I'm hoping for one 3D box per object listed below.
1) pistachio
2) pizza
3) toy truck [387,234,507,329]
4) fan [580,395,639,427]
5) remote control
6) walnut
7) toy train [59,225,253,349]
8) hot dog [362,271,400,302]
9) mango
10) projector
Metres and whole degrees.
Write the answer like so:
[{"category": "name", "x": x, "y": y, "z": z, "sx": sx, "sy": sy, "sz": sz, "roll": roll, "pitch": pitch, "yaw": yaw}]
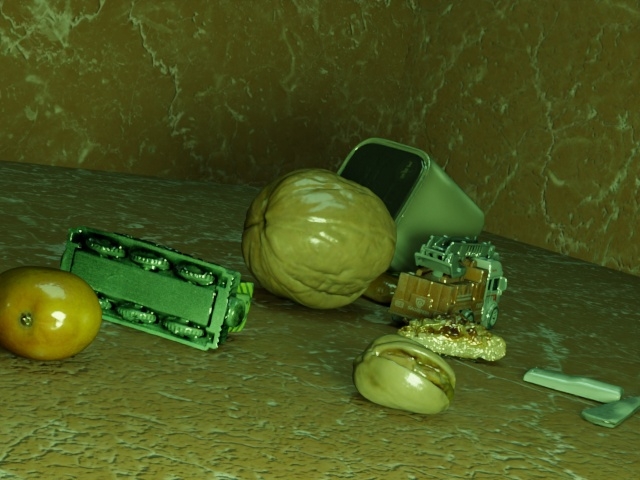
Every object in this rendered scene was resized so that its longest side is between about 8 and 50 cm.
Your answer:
[{"category": "pistachio", "x": 0.117, "y": 0.192, "z": 1.673, "sx": 0.149, "sy": 0.113, "sz": 0.113, "roll": 28, "pitch": 11, "yaw": 9}, {"category": "pizza", "x": 0.221, "y": 0.162, "z": 2.118, "sx": 0.193, "sy": 0.069, "sz": 0.154, "roll": 9, "pitch": 9, "yaw": -28}, {"category": "toy truck", "x": 0.271, "y": 0.080, "z": 2.364, "sx": 0.133, "sy": 0.184, "sz": 0.338, "roll": 17, "pitch": 9, "yaw": 27}, {"category": "fan", "x": 0.499, "y": 0.272, "z": 1.926, "sx": 0.057, "sy": 0.023, "sz": 0.282, "roll": 15, "pitch": 10, "yaw": 35}, {"category": "remote control", "x": 0.426, "y": 0.240, "z": 2.005, "sx": 0.162, "sy": 0.029, "sz": 0.061, "roll": 14, "pitch": 6, "yaw": 19}, {"category": "walnut", "x": 0.000, "y": -0.002, "z": 2.292, "sx": 0.313, "sy": 0.277, "sz": 0.252, "roll": 13, "pitch": 42, "yaw": -40}, {"category": "toy train", "x": -0.251, "y": 0.070, "z": 1.887, "sx": 0.330, "sy": 0.139, "sz": 0.178, "roll": 15, "pitch": 4, "yaw": 22}, {"category": "hot dog", "x": 0.104, "y": 0.081, "z": 2.546, "sx": 0.100, "sy": 0.068, "sz": 0.249, "roll": 6, "pitch": 9, "yaw": -38}, {"category": "mango", "x": -0.377, "y": 0.093, "z": 1.588, "sx": 0.151, "sy": 0.120, "sz": 0.221, "roll": 11, "pitch": 0, "yaw": -30}, {"category": "projector", "x": 0.174, "y": -0.050, "z": 2.628, "sx": 0.248, "sy": 0.248, "sz": 0.249, "roll": 21, "pitch": -15, "yaw": 47}]
